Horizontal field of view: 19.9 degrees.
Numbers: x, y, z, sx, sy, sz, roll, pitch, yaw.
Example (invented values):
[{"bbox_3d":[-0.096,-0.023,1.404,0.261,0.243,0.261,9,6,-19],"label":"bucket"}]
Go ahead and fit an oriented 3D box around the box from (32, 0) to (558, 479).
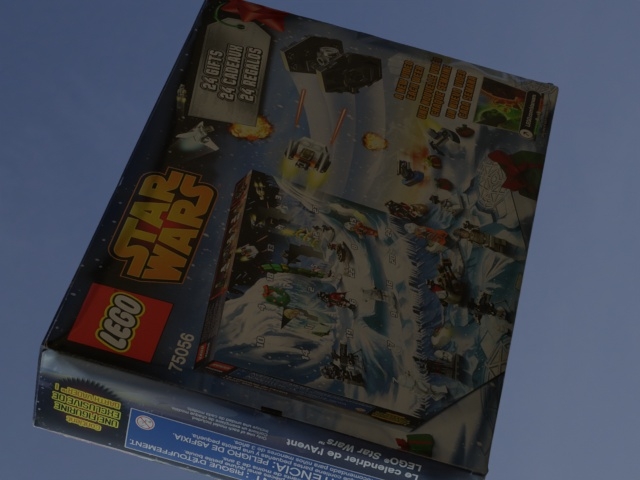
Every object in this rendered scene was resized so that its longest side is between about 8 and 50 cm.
[{"bbox_3d":[0.000,0.000,0.419,0.137,0.094,0.027,-71,-3,-48],"label":"box"}]
